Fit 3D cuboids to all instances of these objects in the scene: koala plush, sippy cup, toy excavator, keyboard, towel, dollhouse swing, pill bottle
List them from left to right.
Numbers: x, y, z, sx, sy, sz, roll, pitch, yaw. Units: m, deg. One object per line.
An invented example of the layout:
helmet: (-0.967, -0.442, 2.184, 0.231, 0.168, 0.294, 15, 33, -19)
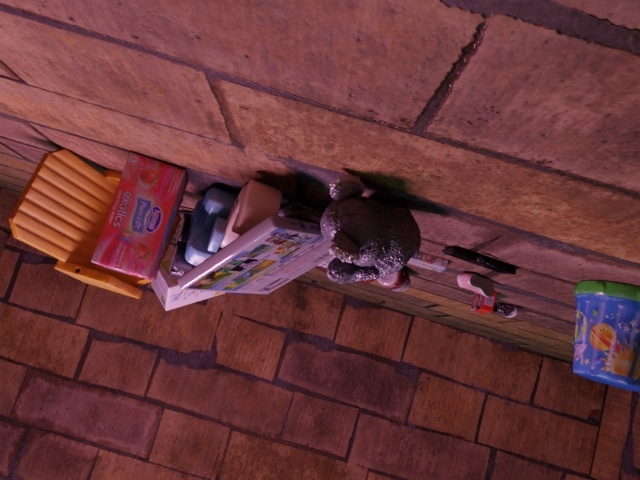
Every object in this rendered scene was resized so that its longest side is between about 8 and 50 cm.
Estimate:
dollhouse swing: (-0.650, -0.067, 1.710, 0.315, 0.347, 0.305, 13, 160, 21)
toy excavator: (-0.237, -0.045, 1.537, 0.222, 0.445, 0.433, 17, -148, -18)
towel: (0.000, 0.000, 1.600, 0.283, 0.121, 0.235, 20, 169, -20)
koala plush: (0.078, -0.026, 1.161, 0.203, 0.196, 0.221, -2, 163, 28)
pill bottle: (0.258, 0.130, 2.021, 0.086, 0.086, 0.152, 11, 169, 31)
keyboard: (0.410, 0.051, 1.482, 0.180, 0.023, 0.108, 18, 177, -11)
sippy cup: (0.715, 0.234, 1.392, 0.240, 0.224, 0.305, 10, 168, 34)

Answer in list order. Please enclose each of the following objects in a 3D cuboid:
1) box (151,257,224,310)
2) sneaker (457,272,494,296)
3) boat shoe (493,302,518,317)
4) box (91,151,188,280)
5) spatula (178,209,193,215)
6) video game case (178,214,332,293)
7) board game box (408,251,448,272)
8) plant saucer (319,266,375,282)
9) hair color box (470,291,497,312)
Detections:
box: (-0.390, 0.114, 1.752, 0.203, 0.103, 0.114, -14, -130, -35)
sneaker: (0.469, 0.131, 1.767, 0.134, 0.051, 0.070, 27, 168, -34)
boat shoe: (0.671, 0.255, 2.149, 0.040, 0.049, 0.142, 20, 172, -19)
box: (-0.466, -0.057, 1.526, 0.154, 0.300, 0.142, 18, 171, -7)
spatula: (-0.384, -0.078, 2.102, 0.296, 0.030, 0.084, 14, 173, 15)
video game case: (-0.123, 0.046, 1.391, 0.329, 0.036, 0.300, -31, 156, 31)
board game box: (0.290, 0.056, 1.706, 0.154, 0.026, 0.103, 16, 171, 5)
plant saucer: (0.087, 0.108, 2.322, 0.259, 0.048, 0.258, 14, 170, 23)
hair color box: (0.564, 0.213, 2.010, 0.043, 0.072, 0.141, 16, 170, 3)
